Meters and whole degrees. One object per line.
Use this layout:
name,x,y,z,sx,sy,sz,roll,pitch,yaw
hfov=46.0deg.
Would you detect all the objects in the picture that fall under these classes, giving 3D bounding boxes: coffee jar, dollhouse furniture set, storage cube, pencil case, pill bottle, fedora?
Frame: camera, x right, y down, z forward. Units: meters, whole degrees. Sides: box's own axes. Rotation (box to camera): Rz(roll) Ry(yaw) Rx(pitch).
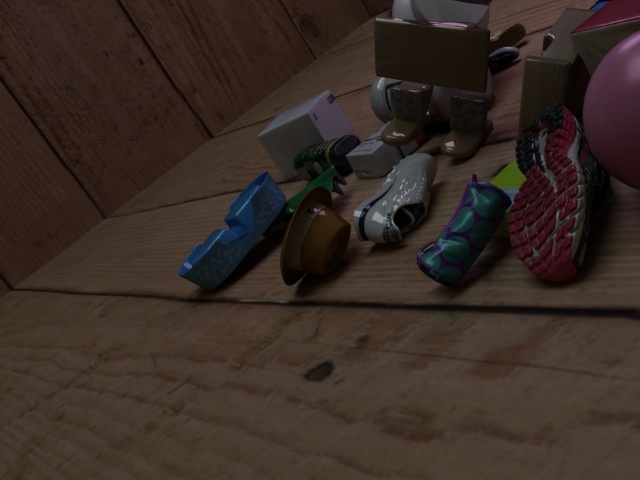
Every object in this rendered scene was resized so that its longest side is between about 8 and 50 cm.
coffee jar,0.022,-0.203,1.851,0.184,0.079,0.096,-6,32,52
dollhouse furniture set,0.263,-0.306,1.335,0.394,0.362,0.256,15,41,25
storage cube,0.528,-0.291,1.108,0.193,0.183,0.215,-39,20,-16
pencil case,0.196,-0.011,1.037,0.151,0.070,0.064,-56,6,0
pill bottle,0.273,-0.519,1.831,0.229,0.229,0.407,-35,-2,-6
fedora,0.000,0.000,1.328,0.079,0.194,0.194,19,42,18
pill bottle,0.242,-0.339,1.709,0.162,0.162,0.278,-40,20,-21

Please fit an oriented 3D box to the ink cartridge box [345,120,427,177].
ink cartridge box,0.147,-0.208,1.689,0.150,0.063,0.109,-40,20,-22

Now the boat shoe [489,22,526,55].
boat shoe,0.454,-0.502,1.955,0.170,0.063,0.059,-27,5,20

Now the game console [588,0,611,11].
game console,0.673,-0.583,1.785,0.071,0.107,0.122,-7,14,-15

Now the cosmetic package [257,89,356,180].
cosmetic package,-0.035,-0.282,2.026,0.184,0.151,0.151,-18,24,37

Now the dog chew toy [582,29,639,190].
dog chew toy,0.459,-0.139,0.835,0.207,0.206,0.332,-38,27,-15

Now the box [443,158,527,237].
box,0.283,-0.061,1.140,0.178,0.042,0.109,-41,20,-22

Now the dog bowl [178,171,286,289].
dog bowl,-0.184,-0.016,1.631,0.297,0.074,0.166,-52,15,-17

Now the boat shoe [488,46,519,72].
boat shoe,0.424,-0.433,1.852,0.142,0.049,0.040,-13,60,40

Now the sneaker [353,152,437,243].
sneaker,0.157,-0.072,1.334,0.095,0.090,0.235,5,44,42

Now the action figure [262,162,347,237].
action figure,-0.048,-0.071,1.660,0.232,0.063,0.137,-31,19,27

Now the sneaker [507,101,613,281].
sneaker,0.330,-0.064,0.989,0.121,0.112,0.299,-43,20,45
